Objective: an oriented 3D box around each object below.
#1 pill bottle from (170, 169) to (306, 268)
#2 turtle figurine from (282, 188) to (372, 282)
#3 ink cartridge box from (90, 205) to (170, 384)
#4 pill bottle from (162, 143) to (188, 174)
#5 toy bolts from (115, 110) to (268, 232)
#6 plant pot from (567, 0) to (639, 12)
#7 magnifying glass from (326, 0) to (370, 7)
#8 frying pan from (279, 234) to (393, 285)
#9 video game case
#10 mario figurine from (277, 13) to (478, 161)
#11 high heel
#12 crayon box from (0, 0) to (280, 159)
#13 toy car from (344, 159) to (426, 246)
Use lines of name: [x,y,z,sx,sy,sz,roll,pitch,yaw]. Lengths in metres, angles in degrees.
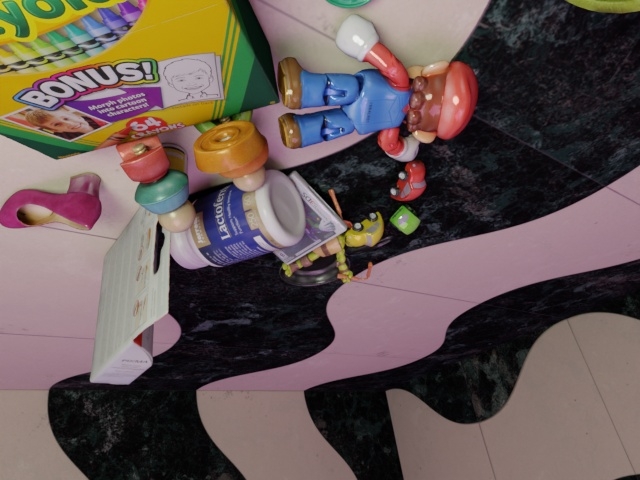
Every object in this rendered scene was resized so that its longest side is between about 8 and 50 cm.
pill bottle: [-0.175,-0.032,0.895,0.264,0.153,0.153,-18,149,26]
turtle figurine: [0.000,0.000,1.069,0.217,0.087,0.270,-13,125,16]
ink cartridge box: [-0.356,0.088,0.904,0.091,0.309,0.385,18,139,-38]
pill bottle: [-0.270,-0.109,0.784,0.065,0.117,0.065,-7,149,-4]
toy bolts: [-0.175,-0.094,0.680,0.228,0.218,0.159,-24,129,-7]
plant pot: [0.327,-0.409,0.267,0.352,0.367,0.366,-26,148,5]
magnifying glass: [-0.017,-0.358,0.531,0.230,0.026,0.092,10,145,-32]
frying pan: [0.018,0.038,1.177,0.197,0.053,0.326,12,142,-31]
video game case: [-0.066,-0.042,0.974,0.190,0.022,0.173,-31,116,32]
mario figurine: [0.091,-0.225,0.696,0.320,0.170,0.198,-6,168,-12]
high heel: [-0.518,-0.039,0.833,0.243,0.117,0.082,-15,149,10]
crayon box: [-0.263,-0.226,0.505,0.362,0.106,0.313,-12,171,7]
toy car: [0.183,-0.056,1.008,0.239,0.053,0.225,-48,152,13]
